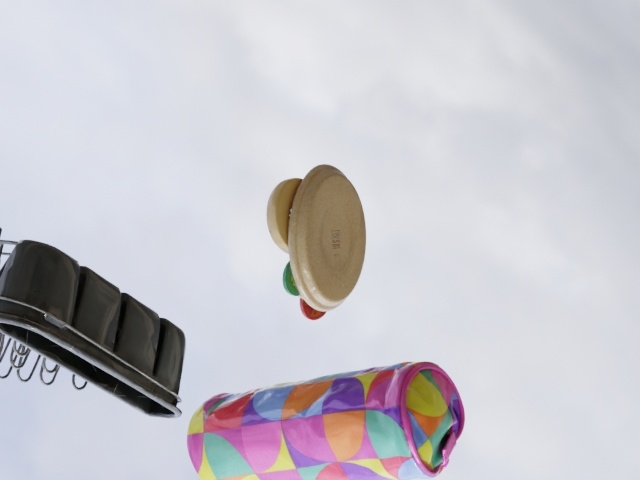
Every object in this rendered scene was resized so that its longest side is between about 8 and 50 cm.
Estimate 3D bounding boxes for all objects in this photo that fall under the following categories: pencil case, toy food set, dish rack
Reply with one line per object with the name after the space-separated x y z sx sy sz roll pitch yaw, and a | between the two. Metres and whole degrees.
0.003 0.160 1.614 0.104 0.236 0.104 20 -115 -49 | pencil case
0.000 0.000 1.066 0.083 0.020 0.082 -36 -59 -56 | toy food set
-0.245 0.051 1.416 0.271 0.074 0.208 5 159 32 | dish rack
